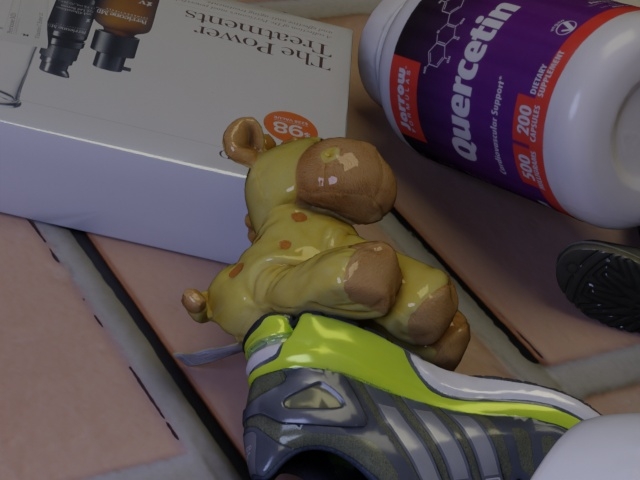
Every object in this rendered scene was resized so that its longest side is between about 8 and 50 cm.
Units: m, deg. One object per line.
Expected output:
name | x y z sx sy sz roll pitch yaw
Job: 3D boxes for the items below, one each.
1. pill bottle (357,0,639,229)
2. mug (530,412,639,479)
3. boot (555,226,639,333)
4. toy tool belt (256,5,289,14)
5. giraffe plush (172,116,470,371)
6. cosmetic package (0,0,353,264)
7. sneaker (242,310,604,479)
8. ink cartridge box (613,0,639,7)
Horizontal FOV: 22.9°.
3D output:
pill bottle | 0.175 -0.135 1.378 0.182 0.181 0.323 -10 22 -34
mug | 0.226 0.276 0.823 0.328 0.276 0.374 26 65 22
boot | 0.289 -0.003 1.377 0.190 0.076 0.208 24 39 -12
toy tool belt | -0.031 -0.194 1.528 0.083 0.051 0.052 18 34 2
giraffe plush | 0.000 0.000 1.133 0.210 0.181 0.170 -3 61 18
cosmetic package | -0.166 -0.120 1.331 0.377 0.097 0.284 13 37 -6
sneaker | 0.079 0.153 1.060 0.300 0.111 0.121 18 59 -7
ink cartridge box | 0.237 -0.246 1.715 0.235 0.056 0.171 16 34 4
